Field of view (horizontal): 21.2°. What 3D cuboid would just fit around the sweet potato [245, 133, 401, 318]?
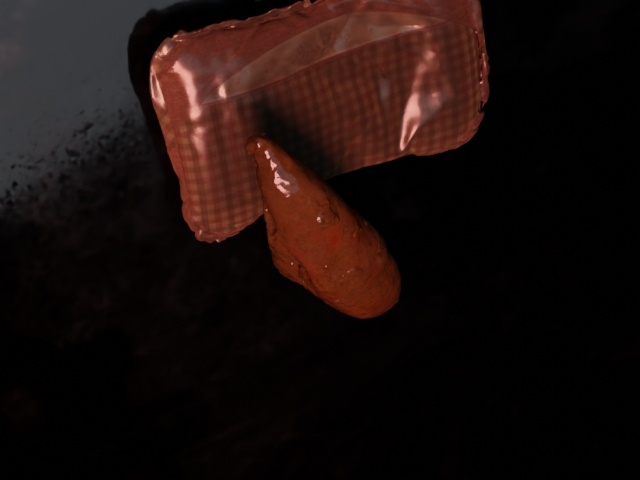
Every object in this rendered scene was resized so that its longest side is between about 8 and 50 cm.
[{"bbox_3d":[0.000,0.000,1.004,0.068,0.060,0.206,-10,146,15],"label":"sweet potato"}]

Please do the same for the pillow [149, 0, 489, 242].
[{"bbox_3d":[0.005,-0.089,1.004,0.211,0.034,0.135,-22,119,-17],"label":"pillow"}]
